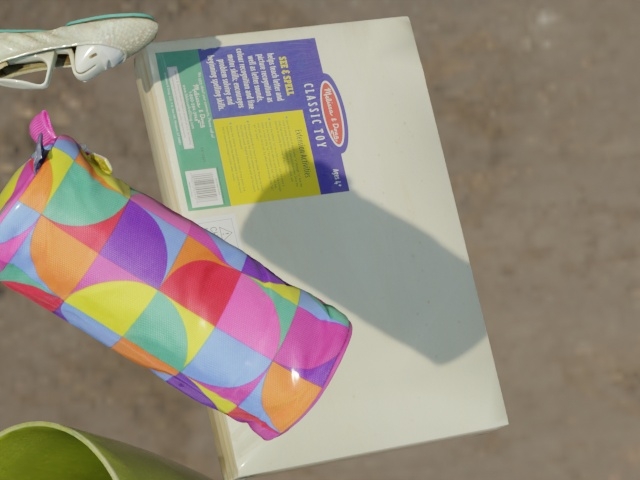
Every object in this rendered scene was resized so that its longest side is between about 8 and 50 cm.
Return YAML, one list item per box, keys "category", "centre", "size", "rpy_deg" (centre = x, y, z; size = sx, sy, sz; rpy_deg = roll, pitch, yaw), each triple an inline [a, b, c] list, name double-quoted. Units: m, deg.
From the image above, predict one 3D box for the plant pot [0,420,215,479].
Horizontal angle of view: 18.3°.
- category: "plant pot"
  centre: [-0.164, 0.315, 1.852]
  size: [0.275, 0.274, 0.293]
  rpy_deg: [-29, 154, 33]

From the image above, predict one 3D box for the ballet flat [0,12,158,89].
- category: "ballet flat"
  centre: [-0.215, -0.152, 1.656]
  size: [0.168, 0.052, 0.057]
  rpy_deg: [-6, 162, 6]

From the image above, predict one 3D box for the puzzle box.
- category: "puzzle box"
  centre: [0.000, 0.000, 1.833]
  size: [0.272, 0.409, 0.052]
  rpy_deg: [-8, 168, -22]

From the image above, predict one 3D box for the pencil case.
- category: "pencil case"
  centre: [-0.096, 0.025, 1.210]
  size: [0.236, 0.104, 0.104]
  rpy_deg: [35, 135, -11]
